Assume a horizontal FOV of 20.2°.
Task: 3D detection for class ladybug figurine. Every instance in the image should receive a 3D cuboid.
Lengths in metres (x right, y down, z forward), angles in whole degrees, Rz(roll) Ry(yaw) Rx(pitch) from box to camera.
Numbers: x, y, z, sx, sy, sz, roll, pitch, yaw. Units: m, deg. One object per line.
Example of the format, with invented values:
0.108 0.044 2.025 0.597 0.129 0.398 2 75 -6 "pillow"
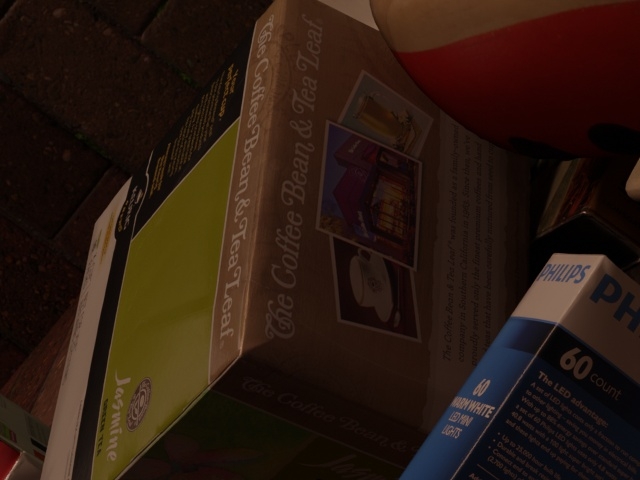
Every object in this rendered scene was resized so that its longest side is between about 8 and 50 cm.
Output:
0.210 -0.145 1.101 0.305 0.162 0.449 -18 9 -29 "ladybug figurine"

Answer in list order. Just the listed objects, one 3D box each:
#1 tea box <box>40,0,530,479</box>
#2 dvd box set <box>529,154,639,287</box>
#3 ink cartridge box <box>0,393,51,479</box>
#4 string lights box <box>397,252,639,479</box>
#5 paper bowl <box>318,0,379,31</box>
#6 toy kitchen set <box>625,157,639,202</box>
-0.027 0.064 1.281 0.323 0.220 0.329 -46 28 44 "tea box"
0.221 -0.114 1.420 0.307 0.062 0.420 -33 23 58 "dvd box set"
-0.282 0.267 1.764 0.130 0.272 0.309 -54 11 -4 "ink cartridge box"
0.107 0.148 0.895 0.259 0.133 0.077 -54 10 -8 "string lights box"
0.099 -0.173 1.480 0.284 0.148 0.284 -40 24 22 "paper bowl"
0.216 -0.026 0.898 0.122 0.166 0.207 -55 12 -9 "toy kitchen set"
